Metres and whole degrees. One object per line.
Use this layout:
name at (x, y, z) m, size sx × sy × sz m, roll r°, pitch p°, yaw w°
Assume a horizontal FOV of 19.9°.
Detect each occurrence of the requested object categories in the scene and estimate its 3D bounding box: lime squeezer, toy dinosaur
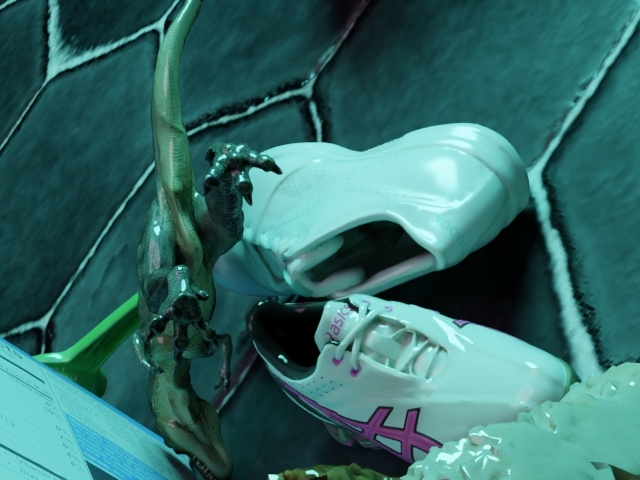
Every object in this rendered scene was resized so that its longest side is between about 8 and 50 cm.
lime squeezer at (-0.165, 0.116, 1.047) m, size 0.310 × 0.059 × 0.110 m, roll -58°, pitch 14°, yaw 12°
toy dinosaur at (-0.064, -0.002, 0.907) m, size 0.118 × 0.064 × 0.268 m, roll -159°, pitch 70°, yaw -74°

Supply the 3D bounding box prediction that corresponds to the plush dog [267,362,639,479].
plush dog at (0.049, 0.178, 0.620) m, size 0.262 × 0.211 × 0.225 m, roll -108°, pitch 36°, yaw -53°

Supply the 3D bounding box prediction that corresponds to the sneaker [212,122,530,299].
sneaker at (0.000, 0.000, 0.917) m, size 0.212 × 0.080 × 0.094 m, roll -16°, pitch 26°, yaw 45°

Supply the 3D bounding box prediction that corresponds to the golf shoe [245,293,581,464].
golf shoe at (0.035, 0.063, 0.824) m, size 0.186 × 0.086 × 0.067 m, roll 1°, pitch 59°, yaw 53°

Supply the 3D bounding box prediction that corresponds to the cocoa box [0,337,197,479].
cocoa box at (-0.225, 0.226, 0.872) m, size 0.347 × 0.231 × 0.228 m, roll -51°, pitch 29°, yaw 6°
